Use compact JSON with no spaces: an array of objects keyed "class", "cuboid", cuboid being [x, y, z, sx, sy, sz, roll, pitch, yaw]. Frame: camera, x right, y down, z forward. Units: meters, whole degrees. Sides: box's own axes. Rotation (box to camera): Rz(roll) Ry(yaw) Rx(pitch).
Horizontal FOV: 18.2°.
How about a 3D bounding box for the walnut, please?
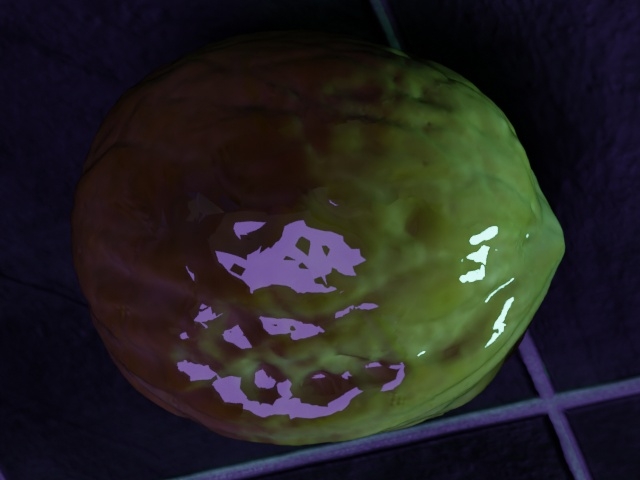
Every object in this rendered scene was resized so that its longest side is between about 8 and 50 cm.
[{"class":"walnut","cuboid":[0.000,0.000,1.364,0.333,0.333,0.333,8,121,13]}]
